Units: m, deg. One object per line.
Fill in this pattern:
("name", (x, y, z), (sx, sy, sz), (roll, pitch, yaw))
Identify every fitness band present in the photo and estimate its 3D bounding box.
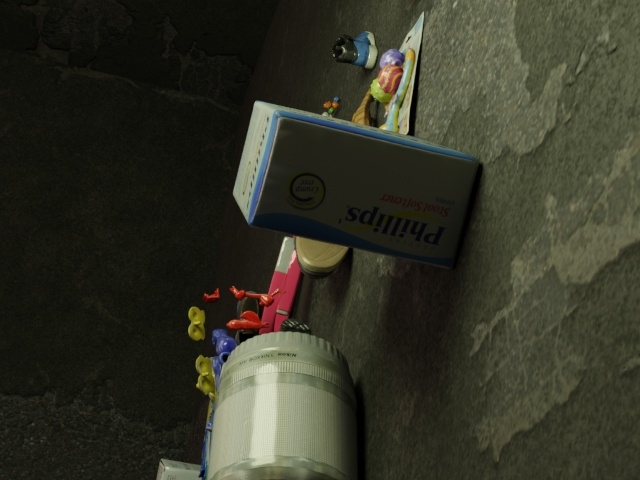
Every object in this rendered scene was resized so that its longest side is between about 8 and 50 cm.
("fitness band", (-0.068, 0.087, 2.065), (0.209, 0.054, 0.291), (87, -161, -80))

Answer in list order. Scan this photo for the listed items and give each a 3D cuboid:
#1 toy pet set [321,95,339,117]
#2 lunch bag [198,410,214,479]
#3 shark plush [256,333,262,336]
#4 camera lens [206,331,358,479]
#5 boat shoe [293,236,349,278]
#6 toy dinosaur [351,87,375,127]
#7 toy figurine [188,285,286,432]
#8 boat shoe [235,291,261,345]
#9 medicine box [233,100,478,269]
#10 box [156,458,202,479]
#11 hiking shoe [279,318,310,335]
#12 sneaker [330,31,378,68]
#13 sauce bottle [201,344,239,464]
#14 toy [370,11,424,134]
("toy pet set", (0.014, -0.237, 2.148), (0.114, 0.065, 0.122), (-37, -21, -48))
("lunch bag", (-0.141, 0.416, 1.866), (0.219, 0.176, 0.090), (-94, 19, -56))
("shark plush", (-0.065, 0.200, 1.862), (0.161, 0.067, 0.073), (35, 109, 42))
("camera lens", (-0.053, 0.303, 1.447), (0.274, 0.219, 0.219), (-89, 16, -44))
("boat shoe", (0.000, 0.000, 1.824), (0.285, 0.102, 0.092), (-90, 11, -60))
("toy dinosaur", (0.073, -0.193, 1.741), (0.211, 0.064, 0.112), (-90, 17, -44))
("toy figurine", (-0.144, 0.284, 1.837), (0.217, 0.191, 0.363), (125, 135, -69))
("boat shoe", (-0.190, 0.227, 2.609), (0.066, 0.066, 0.183), (-114, 27, -63))
("medicine box", (0.034, -0.082, 1.306), (0.289, 0.263, 0.149), (-133, 55, -76))
("box", (-0.250, 0.615, 2.054), (0.127, 0.231, 0.262), (161, 119, -77))
("hiking shoe", (-0.068, 0.275, 1.941), (0.114, 0.086, 0.227), (104, -179, -57))
("sneaker", (0.062, -0.387, 1.942), (0.152, 0.084, 0.058), (-97, 22, -60))
("sauce bottle", (-0.232, 0.430, 2.460), (0.111, 0.111, 0.344), (117, 160, -53))
("toy", (0.116, -0.253, 1.614), (0.137, 0.056, 0.237), (127, 152, -62))
